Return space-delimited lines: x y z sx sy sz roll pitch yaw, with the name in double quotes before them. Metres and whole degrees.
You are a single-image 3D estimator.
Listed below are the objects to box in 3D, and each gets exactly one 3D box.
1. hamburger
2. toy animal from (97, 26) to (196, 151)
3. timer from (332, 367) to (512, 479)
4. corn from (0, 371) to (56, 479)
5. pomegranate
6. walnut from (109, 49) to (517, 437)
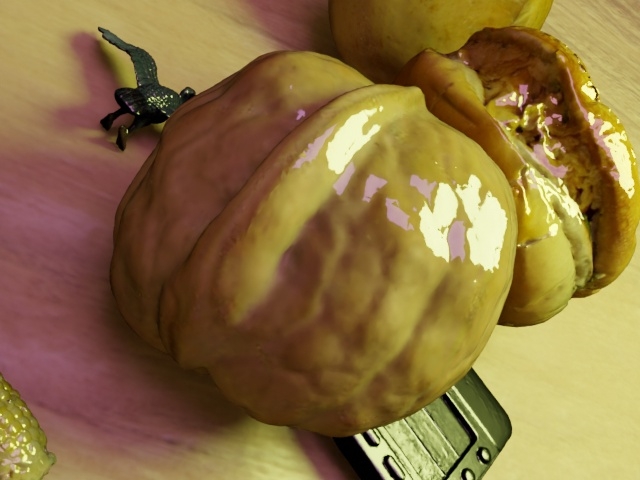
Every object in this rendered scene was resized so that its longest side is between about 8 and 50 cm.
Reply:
"hamburger" 0.173 -0.055 0.698 0.170 0.314 0.290 -24 71 -5
"toy animal" -0.156 -0.130 0.654 0.220 0.062 0.108 48 46 9
"timer" 0.094 0.173 0.645 0.187 0.055 0.144 -29 81 -47
"corn" -0.281 0.052 0.432 0.288 0.086 0.086 49 46 -1
"pomegranate" 0.150 -0.312 0.828 0.307 0.307 0.308 18 53 -26
"walnut" 0.000 0.000 0.531 0.296 0.285 0.285 36 44 13
